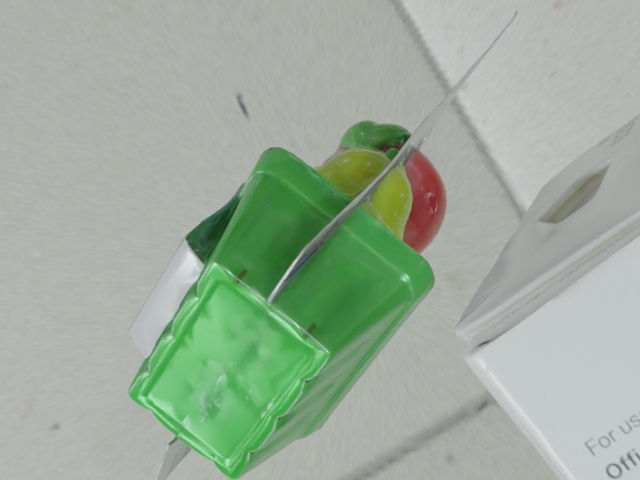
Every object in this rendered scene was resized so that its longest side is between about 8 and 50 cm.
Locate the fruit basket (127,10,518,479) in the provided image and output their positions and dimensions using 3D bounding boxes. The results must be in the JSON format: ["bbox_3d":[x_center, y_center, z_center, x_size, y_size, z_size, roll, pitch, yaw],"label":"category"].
[{"bbox_3d":[0.000,0.000,1.402,0.165,0.327,0.353,34,47,-1],"label":"fruit basket"}]

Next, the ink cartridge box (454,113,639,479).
[{"bbox_3d":[0.200,0.087,0.565,0.129,0.223,0.307,-38,92,20],"label":"ink cartridge box"}]
